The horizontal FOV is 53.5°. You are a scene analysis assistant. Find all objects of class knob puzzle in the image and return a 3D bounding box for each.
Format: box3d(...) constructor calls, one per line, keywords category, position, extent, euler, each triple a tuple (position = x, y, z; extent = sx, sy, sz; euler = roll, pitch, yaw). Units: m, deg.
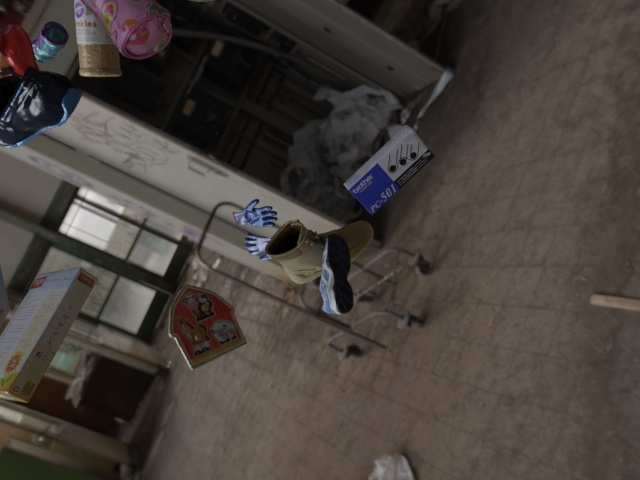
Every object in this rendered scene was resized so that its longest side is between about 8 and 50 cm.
box3d(category="knob puzzle", position=(-0.280, 0.191, 1.532), extent=(0.030, 0.213, 0.213), euler=(-38, 30, 45))

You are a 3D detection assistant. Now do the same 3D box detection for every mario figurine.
box3d(category="mario figurine", position=(-0.773, -0.362, 1.400), extent=(0.320, 0.198, 0.170), euler=(-40, 8, 13))

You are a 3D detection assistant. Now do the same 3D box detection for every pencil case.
box3d(category="pencil case", position=(-0.398, -0.475, 1.194), extent=(0.124, 0.284, 0.124), euler=(-37, -11, -9))
box3d(category="pencil case", position=(-0.708, -0.515, 1.654), extent=(0.151, 0.070, 0.065), euler=(-8, 86, 54))

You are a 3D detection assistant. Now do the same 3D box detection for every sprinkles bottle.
box3d(category="sprinkles bottle", position=(-0.638, -0.649, 1.807), extent=(0.121, 0.121, 0.356), euler=(-125, 34, -72))

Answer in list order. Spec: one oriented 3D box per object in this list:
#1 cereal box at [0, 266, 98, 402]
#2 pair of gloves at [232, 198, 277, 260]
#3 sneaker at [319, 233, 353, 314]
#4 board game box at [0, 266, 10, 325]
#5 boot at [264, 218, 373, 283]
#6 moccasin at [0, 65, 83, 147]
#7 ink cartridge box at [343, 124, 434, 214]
box3d(category="cereal box", position=(-0.507, 0.163, 1.128), extent=(0.173, 0.047, 0.240), euler=(-7, 50, 43))
box3d(category="pair of gloves", position=(-0.174, -0.029, 1.851), extent=(0.159, 0.198, 0.023), euler=(-3, 26, 32))
box3d(category="sneaker", position=(0.028, 0.085, 1.610), extent=(0.081, 0.080, 0.211), euler=(-22, 63, 50))
box3d(category="board game box", position=(-0.816, 0.180, 1.411), extent=(0.302, 0.086, 0.308), euler=(111, 172, -47))
box3d(category="boot", position=(0.000, 0.000, 1.645), extent=(0.262, 0.203, 0.095), euler=(-28, 58, 7))
box3d(category="moccasin", position=(-0.579, -0.274, 1.225), extent=(0.342, 0.117, 0.138), euler=(-10, 55, 42))
box3d(category="ink cartridge box", position=(0.164, -0.168, 1.521), extent=(0.207, 0.097, 0.046), euler=(-43, 28, 5))
